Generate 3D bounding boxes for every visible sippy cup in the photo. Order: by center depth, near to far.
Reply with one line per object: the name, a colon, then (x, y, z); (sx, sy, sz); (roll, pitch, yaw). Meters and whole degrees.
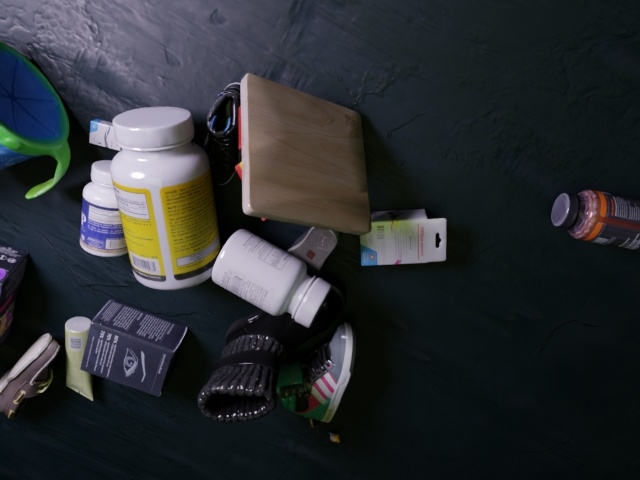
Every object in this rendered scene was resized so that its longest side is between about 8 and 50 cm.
sippy cup: (-0.653, -0.226, 0.964); (0.224, 0.240, 0.306); (-27, 86, 15)

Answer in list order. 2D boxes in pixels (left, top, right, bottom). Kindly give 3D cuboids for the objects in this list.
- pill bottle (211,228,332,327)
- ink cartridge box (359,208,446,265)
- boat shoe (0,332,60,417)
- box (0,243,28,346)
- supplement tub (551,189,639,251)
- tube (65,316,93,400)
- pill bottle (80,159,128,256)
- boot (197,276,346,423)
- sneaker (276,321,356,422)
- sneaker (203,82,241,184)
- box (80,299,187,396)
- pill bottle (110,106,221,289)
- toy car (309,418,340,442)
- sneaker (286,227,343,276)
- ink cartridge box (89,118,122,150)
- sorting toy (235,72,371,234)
pill bottle: (-0.098, 0.083, 1.059); (0.229, 0.131, 0.131); (28, 114, 6)
ink cartridge box: (0.176, -0.008, 1.093); (0.181, 0.062, 0.104); (-3, 114, 6)
boat shoe: (-0.748, 0.353, 1.297); (0.096, 0.117, 0.324); (42, 114, -18)
box: (-0.816, 0.143, 1.180); (0.165, 0.143, 0.270); (21, 114, -16)
supplement tub: (0.579, -0.044, 1.024); (0.197, 0.106, 0.106); (12, 114, -1)
tube: (-0.619, 0.305, 1.298); (0.062, 0.070, 0.240); (-2, 121, -28)
pill bottle: (-0.451, -0.070, 1.085); (0.112, 0.112, 0.187); (15, 114, -2)
boot: (-0.095, 0.242, 1.115); (0.348, 0.260, 0.131); (-33, 108, 17)
sneaker: (-0.029, 0.311, 1.224); (0.178, 0.124, 0.296); (11, 116, -11)
sneaker: (-0.200, -0.200, 1.003); (0.079, 0.121, 0.217); (17, 114, -2)
box: (-0.453, 0.263, 1.235); (0.207, 0.108, 0.153); (22, 114, -6)
pill bottle: (-0.307, -0.084, 1.011); (0.187, 0.188, 0.334); (2, 120, 3)
toy car: (0.002, 0.498, 1.337); (0.040, 0.060, 0.122); (-9, 110, 43)
sneaker: (0.000, 0.000, 1.107); (0.083, 0.118, 0.222); (42, 140, -5)
ink cartridge box: (-0.437, -0.220, 1.063); (0.083, 0.028, 0.048); (14, 114, -3)
sorting toy: (-0.041, -0.139, 0.933); (0.257, 0.256, 0.089); (9, 158, -35)
